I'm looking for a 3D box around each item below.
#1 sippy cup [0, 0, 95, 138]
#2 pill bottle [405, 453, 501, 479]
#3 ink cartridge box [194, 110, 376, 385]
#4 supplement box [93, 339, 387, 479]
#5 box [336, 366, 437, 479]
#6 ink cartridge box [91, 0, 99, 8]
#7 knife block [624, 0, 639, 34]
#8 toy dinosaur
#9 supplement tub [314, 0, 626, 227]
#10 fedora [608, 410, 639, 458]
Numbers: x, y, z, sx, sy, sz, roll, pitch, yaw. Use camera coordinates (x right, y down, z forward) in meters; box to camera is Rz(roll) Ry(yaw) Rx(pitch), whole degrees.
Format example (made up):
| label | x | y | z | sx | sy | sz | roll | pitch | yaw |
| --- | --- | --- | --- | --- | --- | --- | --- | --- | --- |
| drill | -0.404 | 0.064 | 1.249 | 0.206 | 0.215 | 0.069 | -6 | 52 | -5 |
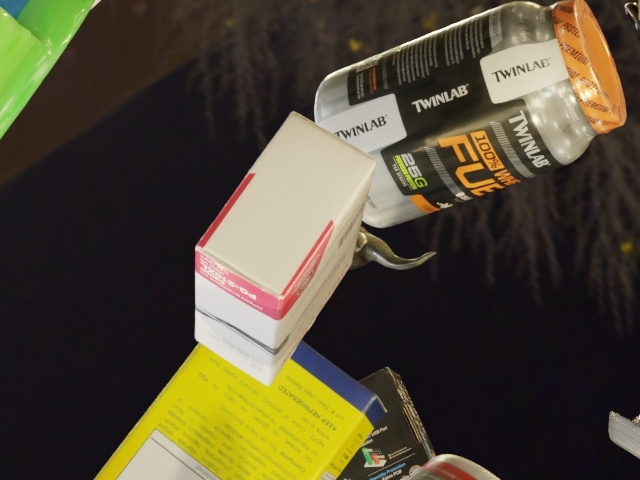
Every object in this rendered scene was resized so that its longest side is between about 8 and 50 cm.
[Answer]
| label | x | y | z | sx | sy | sz | roll | pitch | yaw |
| --- | --- | --- | --- | --- | --- | --- | --- | --- | --- |
| sippy cup | -0.299 | -0.135 | 1.059 | 0.305 | 0.224 | 0.240 | -43 | -162 | 36 |
| pill bottle | 0.048 | 0.318 | 1.345 | 0.283 | 0.161 | 0.161 | -37 | -156 | -23 |
| ink cartridge box | -0.039 | 0.014 | 1.606 | 0.172 | 0.100 | 0.237 | -56 | 170 | -23 |
| supplement box | -0.111 | 0.266 | 1.850 | 0.356 | 0.194 | 0.195 | -52 | 169 | -6 |
| box | 0.019 | 0.349 | 2.016 | 0.295 | 0.073 | 0.293 | -27 | -113 | 7 |
| ink cartridge box | -0.430 | -0.259 | 1.821 | 0.324 | 0.330 | 0.071 | -43 | -118 | -4 |
| knife block | 0.296 | -0.208 | 1.258 | 0.088 | 0.242 | 0.276 | -10 | 174 | -2 |
| toy dinosaur | 0.000 | 0.000 | 2.257 | 0.313 | 0.121 | 0.160 | -8 | 170 | 9 |
| supplement tub | 0.170 | -0.148 | 1.865 | 0.316 | 0.194 | 0.193 | -20 | -155 | 22 |
| fedora | 0.429 | 0.220 | 1.660 | 0.124 | 0.275 | 0.244 | -56 | 165 | -1 |
